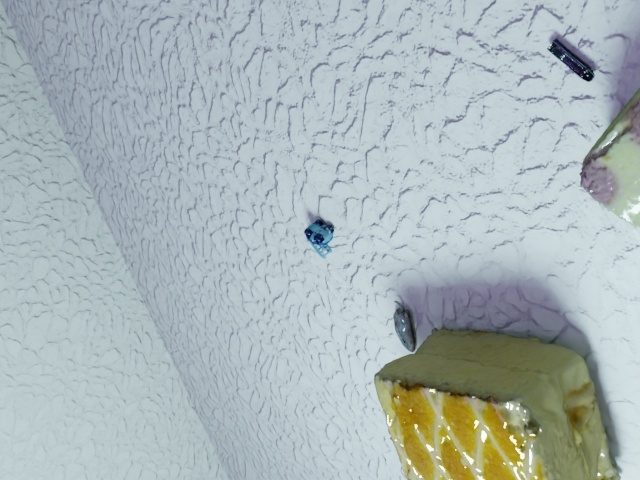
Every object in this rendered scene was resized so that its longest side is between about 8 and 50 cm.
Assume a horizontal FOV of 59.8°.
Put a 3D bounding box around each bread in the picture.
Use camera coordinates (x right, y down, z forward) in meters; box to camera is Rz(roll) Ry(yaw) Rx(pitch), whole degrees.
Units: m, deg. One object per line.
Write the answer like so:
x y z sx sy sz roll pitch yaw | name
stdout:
0.480 -0.176 0.670 0.155 0.187 0.338 40 137 16 | bread
0.353 0.390 1.121 0.371 0.279 0.390 -7 111 49 | bread

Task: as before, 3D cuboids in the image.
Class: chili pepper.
0.201 0.214 1.338 0.050 0.041 0.153 -107 4 -65 | chili pepper

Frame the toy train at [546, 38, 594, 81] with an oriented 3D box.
0.378 -0.270 0.836 0.083 0.017 0.017 46 142 12 | toy train

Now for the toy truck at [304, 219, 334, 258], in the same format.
0.000 0.000 1.385 0.073 0.056 0.090 30 148 33 | toy truck
